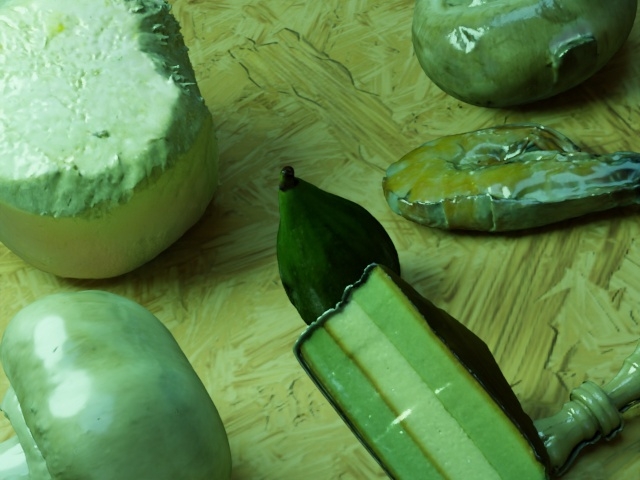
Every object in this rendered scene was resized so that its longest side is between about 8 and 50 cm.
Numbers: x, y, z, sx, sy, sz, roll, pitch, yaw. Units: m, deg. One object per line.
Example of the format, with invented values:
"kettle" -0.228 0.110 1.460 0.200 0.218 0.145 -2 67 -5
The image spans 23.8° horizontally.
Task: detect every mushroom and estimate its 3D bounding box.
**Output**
"mushroom" 0.211 -0.244 1.588 0.255 0.184 0.255 -9 27 5
"mushroom" -0.204 0.173 1.253 0.234 0.253 0.260 -22 -4 -14

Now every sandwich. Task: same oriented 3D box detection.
"sandwich" 0.079 0.137 1.210 0.117 0.144 0.187 -48 32 16

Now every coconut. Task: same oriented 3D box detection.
"coconut" -0.247 -0.117 1.563 0.298 0.309 0.297 1 76 -3

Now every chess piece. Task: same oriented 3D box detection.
"chess piece" 0.229 0.137 1.239 0.172 0.060 0.060 -34 40 -11

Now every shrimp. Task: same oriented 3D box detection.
"shrimp" 0.211 -0.071 1.482 0.317 0.062 0.164 -2 40 26

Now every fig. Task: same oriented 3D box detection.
"fig" 0.000 0.000 1.406 0.117 0.177 0.117 -28 25 14
